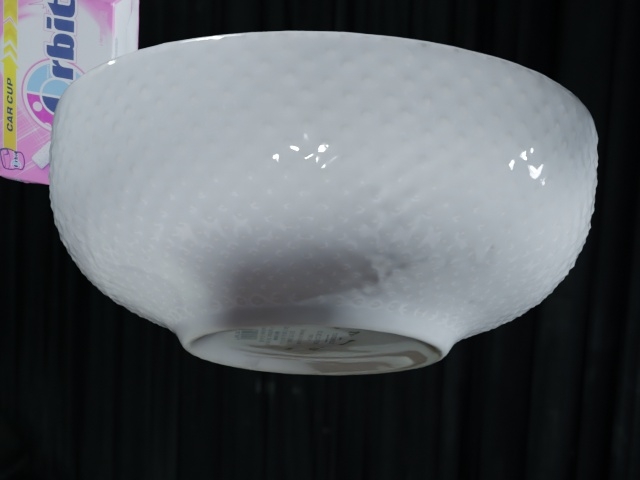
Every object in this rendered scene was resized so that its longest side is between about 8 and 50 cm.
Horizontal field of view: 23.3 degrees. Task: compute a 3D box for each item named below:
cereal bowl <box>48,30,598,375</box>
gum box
[{"bbox_3d":[0.000,0.000,0.944,0.339,0.141,0.339,1,-14,0],"label":"cereal bowl"},{"bbox_3d":[-0.221,-0.134,1.359,0.107,0.188,0.062,11,25,12],"label":"gum box"}]
